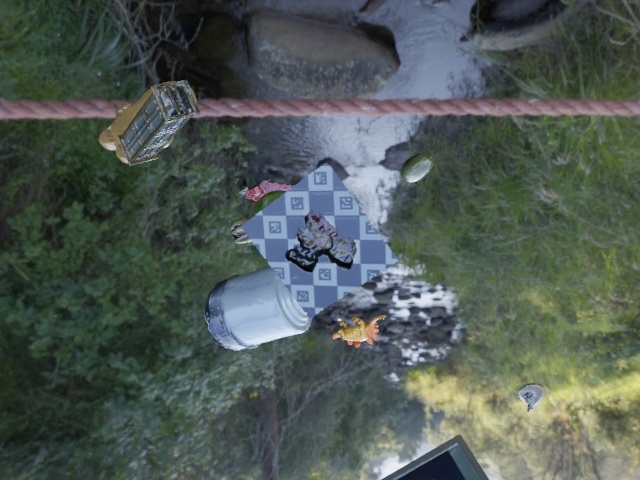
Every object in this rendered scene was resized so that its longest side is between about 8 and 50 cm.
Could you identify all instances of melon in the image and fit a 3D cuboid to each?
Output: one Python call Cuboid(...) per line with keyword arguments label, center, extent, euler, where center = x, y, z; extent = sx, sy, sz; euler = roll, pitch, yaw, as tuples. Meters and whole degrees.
Cuboid(label="melon", center=(0.390, -0.296, 2.048), extent=(0.099, 0.099, 0.162), euler=(13, 152, -28))

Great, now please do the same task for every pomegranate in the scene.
Cuboid(label="pomegranate", center=(-0.142, -0.050, 1.549), extent=(0.241, 0.159, 0.190), euler=(16, 115, -19))

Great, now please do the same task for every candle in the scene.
Cuboid(label="candle", center=(-0.148, 0.183, 1.454), extent=(0.343, 0.221, 0.221), euler=(-18, 155, 22))

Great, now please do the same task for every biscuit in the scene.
Cuboid(label="biscuit", center=(-0.577, -0.414, 1.717), extent=(0.275, 0.355, 0.052), euler=(38, 164, 27))

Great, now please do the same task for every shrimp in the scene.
Cuboid(label="shrimp", center=(0.520, 0.390, 1.265), extent=(0.059, 0.023, 0.108), euler=(10, 128, 5))

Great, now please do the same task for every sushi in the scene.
Cuboid(label="sushi", center=(0.000, 0.000, 0.989), extent=(0.220, 0.231, 0.047), euler=(-35, -175, 19))

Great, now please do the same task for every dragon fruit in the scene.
Cuboid(label="dragon fruit", center=(-0.201, -0.188, 2.273), extent=(0.344, 0.100, 0.282), euler=(3, 173, -44))

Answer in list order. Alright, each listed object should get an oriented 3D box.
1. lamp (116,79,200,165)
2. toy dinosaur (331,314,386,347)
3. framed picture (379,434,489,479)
Cuboid(label="lamp", center=(-0.405, -0.282, 1.246), extent=(0.090, 0.089, 0.325), euler=(-24, -176, -36))
Cuboid(label="toy dinosaur", center=(0.157, 0.343, 1.903), extent=(0.288, 0.070, 0.117), euler=(-25, 110, 36))
Cuboid(label="framed picture", center=(0.182, 0.496, 0.893), extent=(0.281, 0.209, 0.019), euler=(-30, 129, -3))
